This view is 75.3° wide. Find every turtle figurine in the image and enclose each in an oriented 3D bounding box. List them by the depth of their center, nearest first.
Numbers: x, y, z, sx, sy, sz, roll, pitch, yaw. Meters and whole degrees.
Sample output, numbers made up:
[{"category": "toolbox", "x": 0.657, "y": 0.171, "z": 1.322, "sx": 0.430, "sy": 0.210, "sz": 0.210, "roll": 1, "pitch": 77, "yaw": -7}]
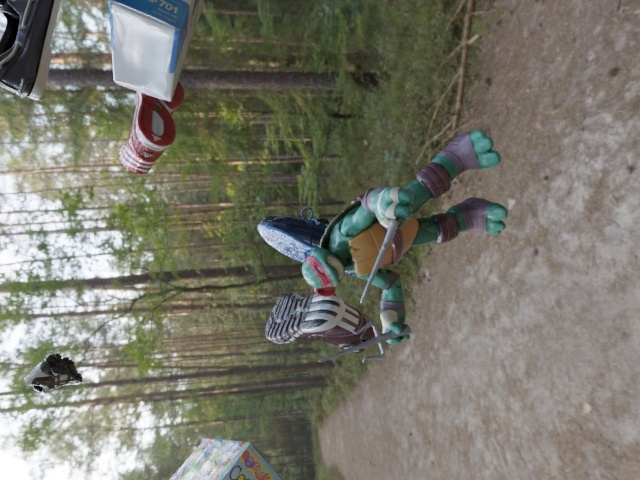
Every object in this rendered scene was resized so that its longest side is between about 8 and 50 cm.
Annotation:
[{"category": "turtle figurine", "x": 0.067, "y": 0.001, "z": 0.391, "sx": 0.118, "sy": 0.234, "sz": 0.175, "roll": 46, "pitch": 162, "yaw": 38}]

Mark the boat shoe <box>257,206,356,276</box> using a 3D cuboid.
[{"category": "boat shoe", "x": 0.000, "y": 0.000, "z": 0.831, "sx": 0.089, "sy": 0.258, "sz": 0.109, "roll": -60, "pitch": -19, "yaw": -28}]

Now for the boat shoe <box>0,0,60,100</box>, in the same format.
[{"category": "boat shoe", "x": -0.370, "y": -0.286, "z": 0.518, "sx": 0.075, "sy": 0.065, "sz": 0.206, "roll": 11, "pitch": 92, "yaw": 47}]

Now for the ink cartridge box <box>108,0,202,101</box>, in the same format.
[{"category": "ink cartridge box", "x": -0.205, "y": -0.308, "z": 0.545, "sx": 0.140, "sy": 0.082, "sz": 0.190, "roll": 142, "pitch": 142, "yaw": -60}]

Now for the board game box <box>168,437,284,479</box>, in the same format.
[{"category": "board game box", "x": -0.224, "y": 0.571, "z": 0.965, "sx": 0.144, "sy": 0.142, "sz": 0.275, "roll": 52, "pitch": 140, "yaw": -6}]

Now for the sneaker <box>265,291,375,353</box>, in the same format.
[{"category": "sneaker", "x": 0.005, "y": 0.179, "z": 0.821, "sx": 0.281, "sy": 0.163, "sz": 0.106, "roll": -20, "pitch": 44, "yaw": 60}]

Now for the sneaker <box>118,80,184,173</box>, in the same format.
[{"category": "sneaker", "x": -0.313, "y": -0.208, "z": 0.735, "sx": 0.128, "sy": 0.087, "sz": 0.221, "roll": -39, "pitch": 39, "yaw": 31}]

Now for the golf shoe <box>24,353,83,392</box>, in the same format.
[{"category": "golf shoe", "x": -0.707, "y": 0.359, "z": 1.102, "sx": 0.077, "sy": 0.094, "sz": 0.198, "roll": 47, "pitch": 157, "yaw": 19}]
